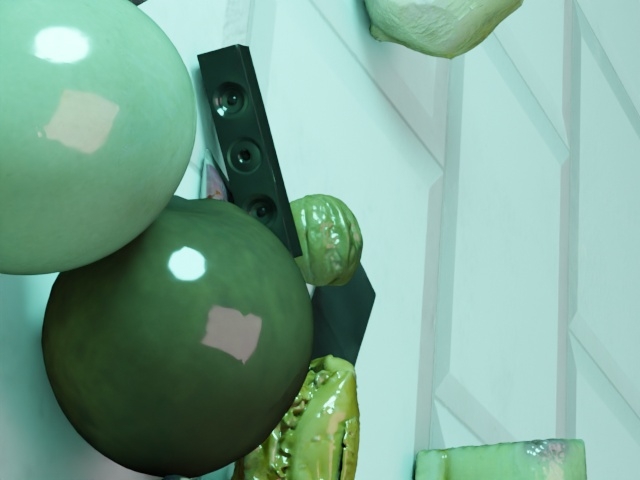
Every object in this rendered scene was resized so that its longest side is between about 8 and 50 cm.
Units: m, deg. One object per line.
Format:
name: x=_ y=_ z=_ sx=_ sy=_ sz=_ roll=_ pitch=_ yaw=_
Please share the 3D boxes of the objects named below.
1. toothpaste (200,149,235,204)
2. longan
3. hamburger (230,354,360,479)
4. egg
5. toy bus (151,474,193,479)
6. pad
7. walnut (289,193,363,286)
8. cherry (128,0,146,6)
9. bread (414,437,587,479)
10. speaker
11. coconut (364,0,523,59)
toothpaste: x=-0.087 y=0.049 z=1.389 sx=0.096 sy=0.061 sz=0.266 roll=60 pitch=27 yaw=-45
longan: x=-0.098 y=0.068 z=1.180 sx=0.220 sy=0.196 sz=0.197 roll=-55 pitch=134 yaw=-73
hamburger: x=-0.027 y=0.191 z=1.346 sx=0.214 sy=0.108 sz=0.214 roll=-174 pitch=-90 yaw=-88
egg: x=-0.178 y=-0.072 z=1.043 sx=0.253 sy=0.186 sz=0.187 roll=-34 pitch=114 yaw=-67
toy bus: x=-0.056 y=0.296 z=1.131 sx=0.194 sy=0.287 sz=0.232 roll=-53 pitch=164 yaw=1
pad: x=0.016 y=0.082 z=1.657 sx=0.193 sy=0.004 sz=0.116 roll=-72 pitch=146 yaw=-43
walnut: x=0.000 y=0.000 z=1.557 sx=0.092 sy=0.092 sz=0.092 roll=-7 pitch=90 yaw=-66
cherry: x=-0.171 y=-0.248 z=1.227 sx=0.188 sy=0.115 sz=0.148 roll=23 pitch=101 yaw=-55
bread: x=0.196 y=0.378 z=1.759 sx=0.155 sy=0.187 sz=0.338 roll=23 pitch=61 yaw=-61
speaker: x=-0.061 y=-0.073 z=1.451 sx=0.046 sy=0.040 sz=0.191 roll=-14 pitch=89 yaw=-79
coconut: x=0.126 y=-0.286 z=1.806 sx=0.194 sy=0.194 sz=0.194 roll=-7 pitch=90 yaw=-66
